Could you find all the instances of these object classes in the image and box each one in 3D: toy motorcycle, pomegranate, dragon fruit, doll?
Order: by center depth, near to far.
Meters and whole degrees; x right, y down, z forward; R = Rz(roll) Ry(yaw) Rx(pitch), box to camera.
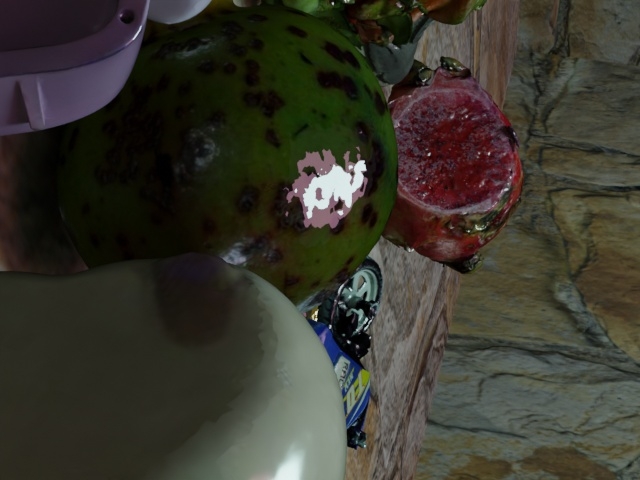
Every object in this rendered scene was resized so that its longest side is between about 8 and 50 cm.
[{"bbox_3d":[-0.095,0.153,0.552,0.370,0.215,0.226,98,-26,-57],"label":"doll"},{"bbox_3d":[-0.058,-0.068,0.681,0.248,0.202,0.202,67,18,-6],"label":"pomegranate"},{"bbox_3d":[0.046,-0.222,0.942,0.200,0.198,0.269,40,45,-25],"label":"dragon fruit"},{"bbox_3d":[-0.034,0.146,0.990,0.315,0.113,0.169,-43,139,-40],"label":"toy motorcycle"},{"bbox_3d":[0.132,-0.099,1.450,0.147,0.211,0.282,60,15,-80],"label":"dragon fruit"}]

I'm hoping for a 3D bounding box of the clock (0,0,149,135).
[{"bbox_3d":[-0.133,-0.085,0.380,0.050,0.153,0.110,118,-38,-72],"label":"clock"}]

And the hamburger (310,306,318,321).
[{"bbox_3d":[-0.010,0.081,1.272,0.076,0.044,0.083,9,93,-77],"label":"hamburger"}]

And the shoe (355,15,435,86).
[{"bbox_3d":[0.108,-0.275,1.229,0.336,0.171,0.132,78,25,-58],"label":"shoe"}]

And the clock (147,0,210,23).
[{"bbox_3d":[-0.080,-0.229,0.478,0.189,0.189,0.254,84,7,-51],"label":"clock"}]
